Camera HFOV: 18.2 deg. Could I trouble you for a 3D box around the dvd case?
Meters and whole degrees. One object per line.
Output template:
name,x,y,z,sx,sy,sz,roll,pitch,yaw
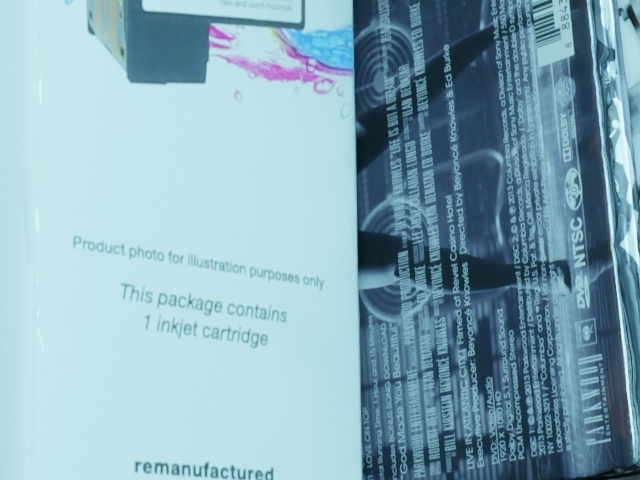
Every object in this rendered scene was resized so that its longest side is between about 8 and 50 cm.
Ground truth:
dvd case,0.000,0.000,0.577,0.221,0.018,0.164,-18,71,44

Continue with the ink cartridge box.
ink cartridge box,-0.096,-0.041,0.586,0.201,0.117,0.278,-14,72,45
